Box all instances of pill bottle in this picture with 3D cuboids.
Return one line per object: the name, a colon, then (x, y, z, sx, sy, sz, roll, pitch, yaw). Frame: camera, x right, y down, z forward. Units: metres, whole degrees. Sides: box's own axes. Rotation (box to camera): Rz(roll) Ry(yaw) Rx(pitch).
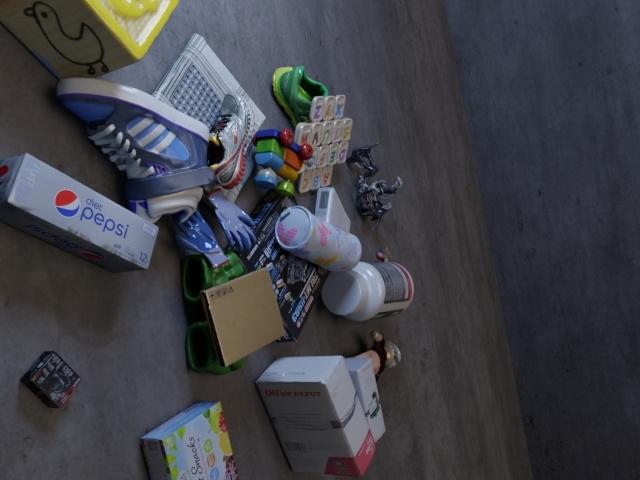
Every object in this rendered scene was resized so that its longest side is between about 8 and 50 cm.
pill bottle: (0.141, 0.151, 1.812, 0.319, 0.177, 0.176, 4, 80, -58)

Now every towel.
towel: (-0.251, -0.264, 1.401, 0.324, 0.056, 0.312, 54, 42, -38)

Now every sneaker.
sneaker: (-0.356, -0.146, 1.146, 0.323, 0.130, 0.236, 17, 77, -46)
sneaker: (-0.024, -0.372, 1.716, 0.295, 0.124, 0.109, 48, 45, -43)
sneaker: (-0.210, -0.232, 1.347, 0.093, 0.088, 0.225, 23, 65, -49)

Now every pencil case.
pencil case: (0.000, 0.000, 1.557, 0.273, 0.114, 0.124, 25, 49, -55)

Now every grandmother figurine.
grandmother figurine: (0.154, 0.376, 1.868, 0.342, 0.104, 0.207, -3, 114, -60)

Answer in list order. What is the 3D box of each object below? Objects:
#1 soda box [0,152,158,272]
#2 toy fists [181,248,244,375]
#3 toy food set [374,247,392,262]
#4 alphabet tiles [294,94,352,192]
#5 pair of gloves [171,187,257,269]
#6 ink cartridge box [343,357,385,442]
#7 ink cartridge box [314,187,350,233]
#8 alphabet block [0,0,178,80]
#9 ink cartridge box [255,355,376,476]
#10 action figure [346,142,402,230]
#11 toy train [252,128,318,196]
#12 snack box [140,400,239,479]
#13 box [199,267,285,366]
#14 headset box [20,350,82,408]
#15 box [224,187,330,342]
soda box: (-0.424, -0.037, 1.040, 0.286, 0.098, 0.091, 36, 55, -48)
toy fists: (-0.218, 0.154, 1.325, 0.142, 0.096, 0.278, 3, 80, -58)
toy food set: (0.207, 0.083, 2.080, 0.122, 0.019, 0.077, -52, 127, -39)
alphabet tiles: (0.007, -0.275, 1.721, 0.284, 0.021, 0.277, -23, 130, -55)
pair of gloves: (-0.230, -0.025, 1.311, 0.159, 0.023, 0.198, 53, 44, -1)
ink cartridge box: (0.075, 0.443, 1.661, 0.093, 0.160, 0.219, -22, 103, -57)
ink cartridge box: (0.034, -0.024, 1.821, 0.232, 0.066, 0.188, 64, 30, -63)
alphabet block: (-0.406, -0.416, 1.057, 0.192, 0.197, 0.193, 48, 45, -41)
ink cartridge box: (-0.007, 0.431, 1.488, 0.117, 0.207, 0.282, -44, 120, -53)
action figure: (0.182, -0.177, 1.985, 0.164, 0.141, 0.275, -27, 102, -58)
toy train: (-0.077, -0.174, 1.529, 0.248, 0.105, 0.143, 28, 68, -54)
snack box: (-0.257, 0.457, 1.220, 0.175, 0.070, 0.206, -21, 100, -57)
box: (-0.163, 0.161, 1.301, 0.201, 0.021, 0.164, -20, 98, -53)
headset box: (-0.446, 0.235, 1.007, 0.083, 0.032, 0.062, 61, 38, -31)
box: (-0.099, 0.058, 1.553, 0.293, 0.074, 0.295, 62, 37, -30)
